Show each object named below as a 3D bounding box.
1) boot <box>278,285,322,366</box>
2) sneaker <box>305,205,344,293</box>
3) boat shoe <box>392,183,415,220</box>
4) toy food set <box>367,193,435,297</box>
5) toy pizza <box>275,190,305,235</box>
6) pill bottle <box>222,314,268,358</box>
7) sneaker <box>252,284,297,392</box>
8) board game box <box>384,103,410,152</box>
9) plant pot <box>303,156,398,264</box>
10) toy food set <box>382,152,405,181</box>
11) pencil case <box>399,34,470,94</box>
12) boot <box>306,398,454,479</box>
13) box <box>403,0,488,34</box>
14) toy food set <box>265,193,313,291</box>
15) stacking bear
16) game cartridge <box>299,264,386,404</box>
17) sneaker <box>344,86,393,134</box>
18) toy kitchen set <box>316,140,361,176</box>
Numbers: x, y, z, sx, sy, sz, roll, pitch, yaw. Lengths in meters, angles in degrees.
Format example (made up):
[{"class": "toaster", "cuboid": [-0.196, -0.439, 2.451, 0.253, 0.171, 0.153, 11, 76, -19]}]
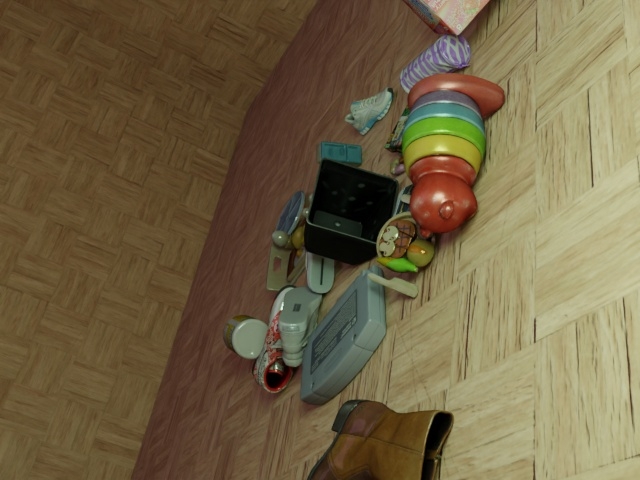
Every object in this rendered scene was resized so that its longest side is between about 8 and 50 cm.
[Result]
[{"class": "boot", "cuboid": [-0.053, 0.208, 1.839, 0.258, 0.095, 0.123, -56, -31, -68]}, {"class": "sneaker", "cuboid": [0.000, 0.000, 1.878, 0.091, 0.094, 0.258, -143, 62, -73]}, {"class": "boat shoe", "cuboid": [0.183, -0.045, 1.500, 0.083, 0.065, 0.183, -38, 33, 53]}, {"class": "toy food set", "cuboid": [0.163, 0.001, 1.440, 0.132, 0.038, 0.192, 19, 84, 35]}, {"class": "toy pizza", "cuboid": [-0.094, -0.067, 2.434, 0.201, 0.032, 0.201, -54, 20, 31]}, {"class": "pill bottle", "cuboid": [-0.222, 0.280, 2.212, 0.117, 0.118, 0.208, -69, 17, -8]}, {"class": "sneaker", "cuboid": [-0.092, 0.253, 1.906, 0.270, 0.090, 0.145, -69, 18, 2]}, {"class": "board game box", "cuboid": [0.230, -0.259, 1.678, 0.136, 0.030, 0.260, -59, 18, -3]}, {"class": "plant pot", "cuboid": [0.056, -0.048, 1.726, 0.167, 0.188, 0.187, 115, 169, -57]}, {"class": "toy food set", "cuboid": [0.193, -0.189, 1.748, 0.122, 0.019, 0.078, -55, 19, 11]}, {"class": "pencil case", "cuboid": [0.258, -0.394, 1.713, 0.206, 0.086, 0.088, 148, 109, -65]}, {"class": "boot", "cuboid": [0.095, 0.391, 1.208, 0.280, 0.096, 0.264, -10, 50, 62]}, {"class": "box", "cuboid": [0.317, -0.590, 1.573, 0.300, 0.142, 0.154, -49, 19, 5]}, {"class": "toy food set", "cuboid": [-0.070, -0.021, 2.194, 0.306, 0.092, 0.219, -54, 20, 36]}, {"class": "stacking bear", "cuboid": [0.226, -0.145, 1.366, 0.175, 0.164, 0.288, -42, 34, 54]}, {"class": "game cartridge", "cuboid": [0.047, 0.213, 1.594, 0.297, 0.062, 0.198, -54, 25, 36]}, {"class": "sneaker", "cuboid": [0.129, -0.363, 2.066, 0.191, 0.083, 0.071, -43, 27, 50]}, {"class": "toy kitchen set", "cuboid": [0.076, -0.169, 1.973, 0.166, 0.122, 0.207, 155, 116, -65]}]
